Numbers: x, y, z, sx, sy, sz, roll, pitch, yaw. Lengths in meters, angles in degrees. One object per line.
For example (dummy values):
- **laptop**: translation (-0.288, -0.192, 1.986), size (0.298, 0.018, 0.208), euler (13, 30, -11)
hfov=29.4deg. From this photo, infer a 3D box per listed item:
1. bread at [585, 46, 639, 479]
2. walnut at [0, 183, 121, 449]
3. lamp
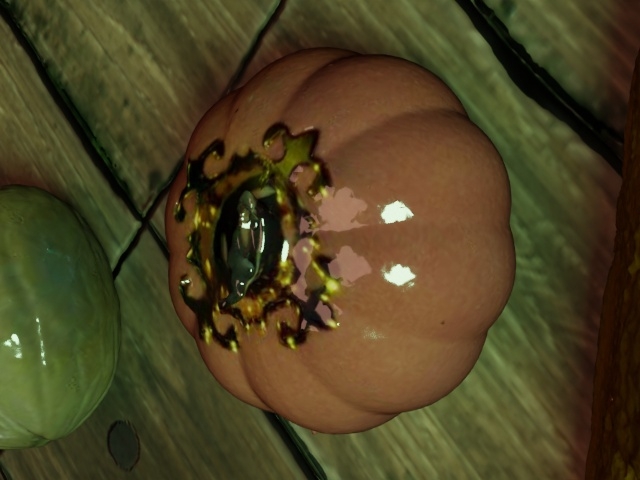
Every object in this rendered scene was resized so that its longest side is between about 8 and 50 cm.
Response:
- **bread**: translation (0.150, 0.069, 0.462), size (0.084, 0.124, 0.344), euler (5, 98, 3)
- **walnut**: translation (-0.193, 0.045, 0.744), size (0.140, 0.140, 0.162), euler (-36, 55, 38)
- **lamp**: translation (0.000, 0.000, 0.562), size (0.182, 0.140, 0.182), euler (0, 89, 45)
